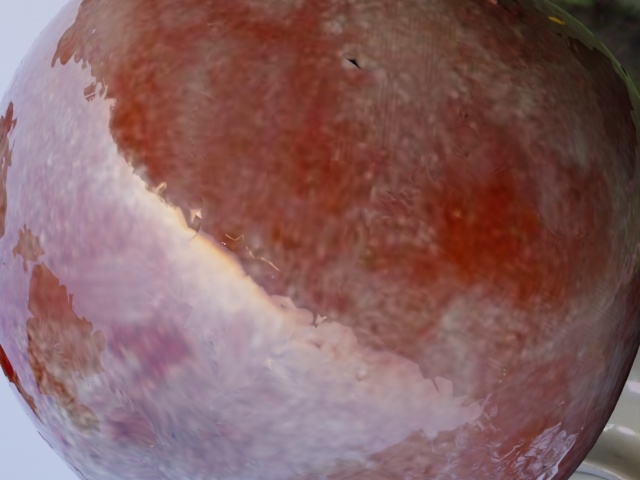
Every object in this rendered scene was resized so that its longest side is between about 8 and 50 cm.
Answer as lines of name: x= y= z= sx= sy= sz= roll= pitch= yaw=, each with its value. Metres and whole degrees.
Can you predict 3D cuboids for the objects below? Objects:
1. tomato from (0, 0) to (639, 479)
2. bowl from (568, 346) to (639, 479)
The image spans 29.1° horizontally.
tomato: x=0.000 y=0.000 z=0.572 sx=0.317 sy=0.282 sz=0.316 roll=6 pitch=167 yaw=1
bowl: x=0.242 y=0.171 z=0.810 sx=0.185 sy=0.354 sz=0.354 roll=-31 pitch=-112 yaw=-36
